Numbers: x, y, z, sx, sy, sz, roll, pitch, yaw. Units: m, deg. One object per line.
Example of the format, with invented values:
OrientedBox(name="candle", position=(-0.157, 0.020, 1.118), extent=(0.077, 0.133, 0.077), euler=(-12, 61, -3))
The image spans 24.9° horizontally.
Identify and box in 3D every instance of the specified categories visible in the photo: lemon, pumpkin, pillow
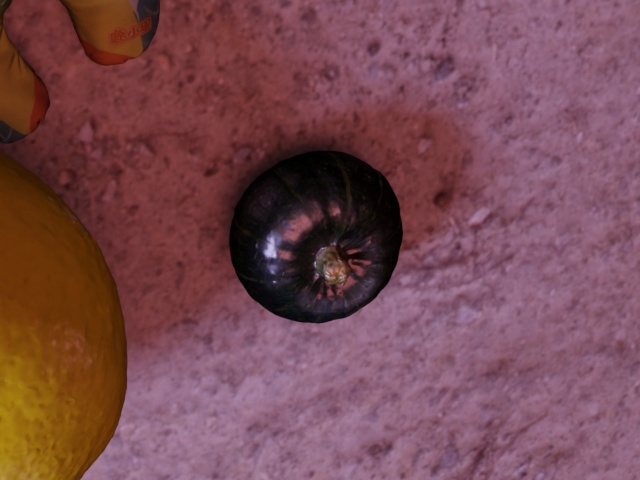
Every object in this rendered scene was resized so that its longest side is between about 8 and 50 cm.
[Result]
OrientedBox(name="lemon", position=(-0.314, 0.089, 1.179), extent=(0.364, 0.364, 0.364), euler=(-6, 113, -15))
OrientedBox(name="pumpkin", position=(-0.001, -0.002, 1.345), extent=(0.167, 0.125, 0.167), euler=(-14, 112, -37))
OrientedBox(name="pillow", position=(-0.248, -0.205, 1.214), extent=(0.233, 0.086, 0.214), euler=(-36, 128, -4))
